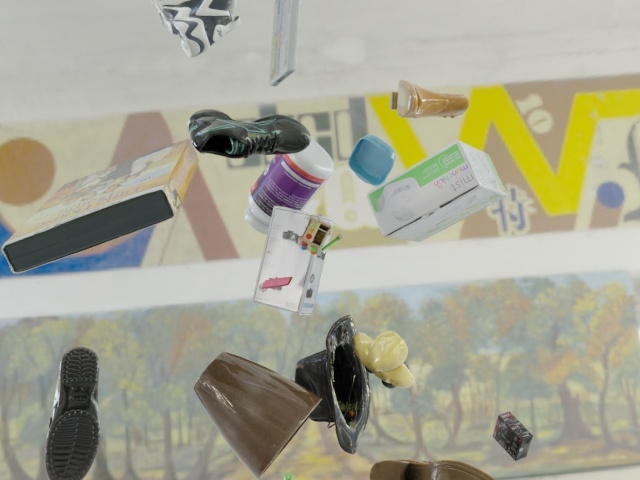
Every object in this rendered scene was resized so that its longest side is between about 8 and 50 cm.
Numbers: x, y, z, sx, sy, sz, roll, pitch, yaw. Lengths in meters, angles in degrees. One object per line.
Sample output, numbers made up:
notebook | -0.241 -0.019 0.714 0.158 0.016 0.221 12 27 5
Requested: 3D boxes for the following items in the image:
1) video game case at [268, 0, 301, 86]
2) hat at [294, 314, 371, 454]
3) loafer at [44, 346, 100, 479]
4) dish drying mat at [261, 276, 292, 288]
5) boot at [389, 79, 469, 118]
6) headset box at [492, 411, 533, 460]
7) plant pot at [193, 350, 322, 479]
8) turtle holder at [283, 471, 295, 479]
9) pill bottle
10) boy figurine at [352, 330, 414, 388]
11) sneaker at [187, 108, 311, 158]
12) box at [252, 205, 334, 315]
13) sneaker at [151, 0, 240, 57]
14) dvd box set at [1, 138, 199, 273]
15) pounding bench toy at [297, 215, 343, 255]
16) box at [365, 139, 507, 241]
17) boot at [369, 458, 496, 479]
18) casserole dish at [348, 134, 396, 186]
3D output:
video game case | -0.082 -0.479 1.901 0.023 0.212 0.193 4 -1 -16
hat | 0.017 0.335 1.927 0.134 0.331 0.331 -3 -13 19
loafer | -0.655 0.476 2.197 0.134 0.366 0.130 11 -26 -17
dish drying mat | -0.108 0.105 2.033 0.083 0.032 0.008 -11 -52 34
boot | 0.317 -0.393 2.303 0.211 0.104 0.295 2 8 -4
headset box | 0.386 0.393 1.658 0.032 0.083 0.062 -11 -55 -26
plant pot | -0.151 0.349 1.748 0.230 0.215 0.215 39 -10 8
turtle holder | -0.031 0.844 2.400 0.243 0.227 0.320 33 -14 -37
pill bottle | -0.112 -0.172 2.651 0.181 0.181 0.323 9 -50 -45
boy figurine | 0.142 0.264 1.859 0.092 0.177 0.285 -47 -16 -10
sneaker | -0.150 -0.210 1.754 0.267 0.106 0.101 2 -52 -12
box | -0.078 0.057 2.363 0.169 0.290 0.087 11 -1 28
sneaker | -0.242 -0.474 1.618 0.153 0.235 0.094 -28 -35 -14
dvd box set | -0.404 -0.080 1.585 0.307 0.062 0.420 -20 18 5
pounding bench toy | 0.000 0.000 1.741 0.083 0.065 0.052 24 -18 5
box | 0.280 -0.107 1.959 0.262 0.127 0.231 -29 -17 25
boot | 0.254 0.499 1.632 0.283 0.109 0.220 -1 -19 25
casserole dish | 0.139 -0.213 2.142 0.114 0.037 0.188 37 -27 5
